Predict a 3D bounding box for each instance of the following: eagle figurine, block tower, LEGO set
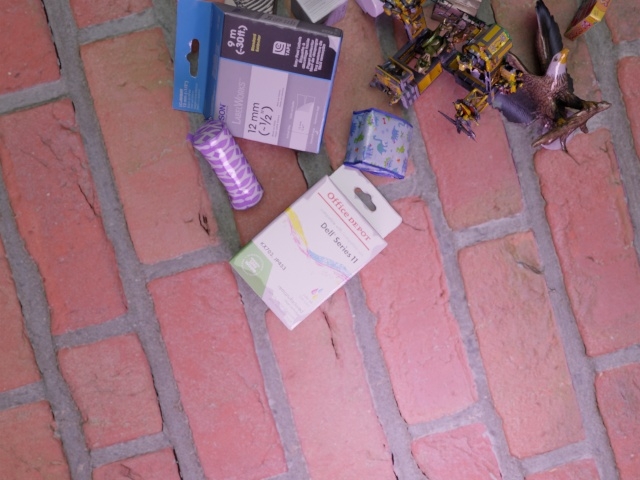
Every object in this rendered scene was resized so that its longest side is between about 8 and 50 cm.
[{"bbox_3d":[0.485,-0.357,1.246,0.227,0.225,0.298,-6,54,-40],"label":"eagle figurine"},{"bbox_3d":[0.350,-0.638,1.261,0.097,0.091,0.335,21,90,-1],"label":"block tower"},{"bbox_3d":[0.223,-0.356,1.163,0.192,0.255,0.331,-46,71,0],"label":"LEGO set"}]

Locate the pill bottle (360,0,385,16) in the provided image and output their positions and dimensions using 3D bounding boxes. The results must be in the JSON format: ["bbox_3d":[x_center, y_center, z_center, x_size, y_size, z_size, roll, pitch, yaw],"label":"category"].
[{"bbox_3d":[0.169,-0.560,1.218,0.169,0.094,0.094,-36,92,-2],"label":"pill bottle"}]

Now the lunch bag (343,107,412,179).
[{"bbox_3d":[0.138,-0.213,1.261,0.151,0.096,0.128,10,91,-31],"label":"lunch bag"}]

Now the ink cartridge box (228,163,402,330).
[{"bbox_3d":[0.000,0.000,1.245,0.353,0.119,0.207,-42,92,-1],"label":"ink cartridge box"}]

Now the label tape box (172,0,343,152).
[{"bbox_3d":[-0.147,-0.346,1.189,0.348,0.115,0.249,10,120,-4],"label":"label tape box"}]

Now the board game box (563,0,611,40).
[{"bbox_3d":[0.642,-0.582,1.254,0.039,0.124,0.259,32,90,-2],"label":"board game box"}]

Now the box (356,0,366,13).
[{"bbox_3d":[0.128,-0.632,1.268,0.186,0.038,0.145,-41,103,0],"label":"box"}]

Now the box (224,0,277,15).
[{"bbox_3d":[-0.146,-0.574,1.243,0.113,0.094,0.274,5,91,-1],"label":"box"}]

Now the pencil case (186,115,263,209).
[{"bbox_3d":[-0.200,-0.157,1.208,0.088,0.086,0.206,-19,129,13],"label":"pencil case"}]

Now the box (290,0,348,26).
[{"bbox_3d":[-0.003,-0.521,1.245,0.102,0.101,0.087,-37,92,-3],"label":"box"}]
